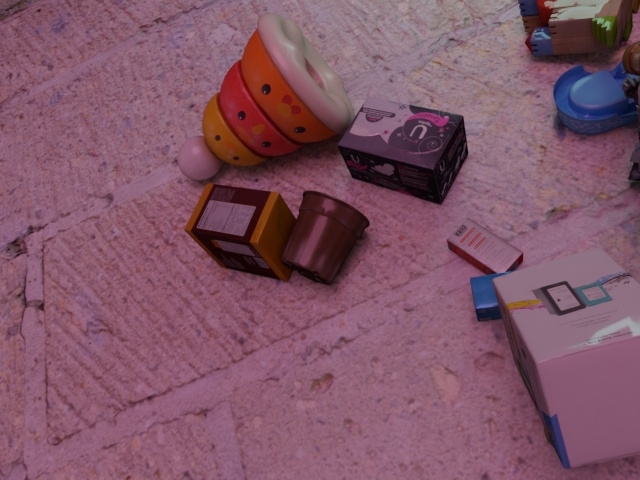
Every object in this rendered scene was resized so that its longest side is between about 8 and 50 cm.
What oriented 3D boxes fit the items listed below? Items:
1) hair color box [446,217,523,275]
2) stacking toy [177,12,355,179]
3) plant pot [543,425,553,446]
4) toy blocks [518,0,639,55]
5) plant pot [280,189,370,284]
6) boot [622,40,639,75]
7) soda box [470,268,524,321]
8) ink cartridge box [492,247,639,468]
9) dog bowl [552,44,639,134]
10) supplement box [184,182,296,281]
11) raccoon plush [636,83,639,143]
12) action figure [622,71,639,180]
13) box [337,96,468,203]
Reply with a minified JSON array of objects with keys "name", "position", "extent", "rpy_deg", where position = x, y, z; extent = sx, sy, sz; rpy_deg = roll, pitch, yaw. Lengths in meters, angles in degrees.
[{"name":"hair color box","position":[0.342,0.020,1.145],"extent":[0.072,0.043,0.141],"rpy_deg":[-45,57,-9]},{"name":"stacking toy","position":[-0.181,-0.304,1.426],"extent":[0.480,0.350,0.351],"rpy_deg":[-35,53,21]},{"name":"plant pot","position":[0.422,0.311,0.923],"extent":[0.083,0.079,0.083],"rpy_deg":[-9,57,15]},{"name":"toy blocks","position":[0.616,-0.590,1.343],"extent":[0.261,0.191,0.381],"rpy_deg":[9,62,37]},{"name":"plant pot","position":[0.000,0.000,1.220],"extent":[0.167,0.167,0.165],"rpy_deg":[20,77,29]},{"name":"boot","position":[0.686,-0.316,0.928],"extent":[0.236,0.089,0.269],"rpy_deg":[-19,20,6]},{"name":"soda box","position":[0.403,0.099,1.062],"extent":[0.210,0.067,0.071],"rpy_deg":[-10,58,14]},{"name":"ink cartridge box","position":[0.418,0.171,0.867],"extent":[0.197,0.198,0.270],"rpy_deg":[-18,19,10]},{"name":"dog bowl","position":[0.669,-0.334,1.217],"extent":[0.297,0.074,0.166],"rpy_deg":[-19,56,8]},{"name":"supplement box","position":[-0.167,-0.018,1.264],"extent":[0.194,0.191,0.129],"rpy_deg":[10,65,24]},{"name":"raccoon plush","position":[0.708,-0.074,0.867],"extent":[0.299,0.446,0.216],"rpy_deg":[-14,28,14]},{"name":"action figure","position":[0.693,-0.258,1.091],"extent":[0.185,0.099,0.285],"rpy_deg":[4,88,13]},{"name":"box","position":[0.195,-0.217,1.279],"extent":[0.247,0.142,0.163],"rpy_deg":[21,70,28]}]
